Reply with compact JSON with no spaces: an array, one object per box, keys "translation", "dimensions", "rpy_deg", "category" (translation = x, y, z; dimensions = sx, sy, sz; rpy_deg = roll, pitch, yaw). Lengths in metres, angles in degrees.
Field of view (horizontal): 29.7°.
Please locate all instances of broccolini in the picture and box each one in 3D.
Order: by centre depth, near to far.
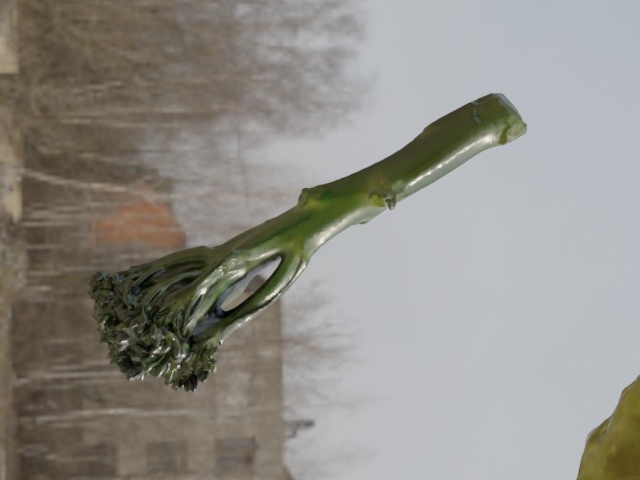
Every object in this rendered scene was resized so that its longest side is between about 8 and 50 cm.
[{"translation":[-0.001,-0.001,0.539],"dimensions":[0.067,0.216,0.058],"rpy_deg":[62,1,-14],"category":"broccolini"}]

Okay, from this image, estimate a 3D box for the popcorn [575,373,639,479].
[{"translation":[0.388,0.264,1.308],"dimensions":[0.294,0.292,0.334],"rpy_deg":[-7,-123,53],"category":"popcorn"}]
